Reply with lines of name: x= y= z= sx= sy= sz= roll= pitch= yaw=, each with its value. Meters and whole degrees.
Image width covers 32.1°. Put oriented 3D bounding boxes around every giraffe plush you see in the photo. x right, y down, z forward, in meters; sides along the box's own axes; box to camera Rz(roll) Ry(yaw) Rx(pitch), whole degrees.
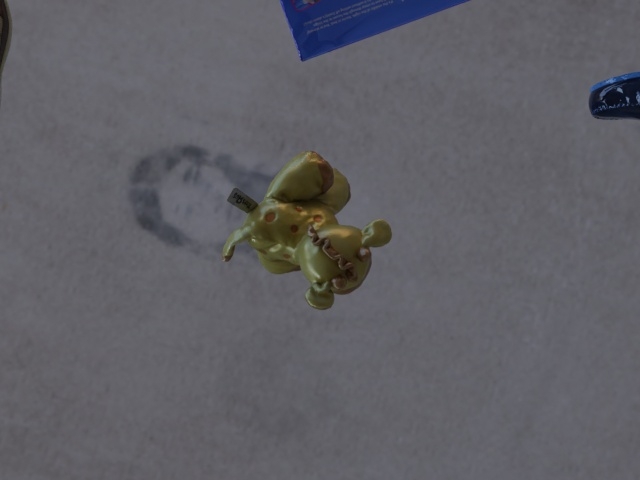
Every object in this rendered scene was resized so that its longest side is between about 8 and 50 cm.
giraffe plush: x=0.000 y=0.000 z=1.396 sx=0.210 sy=0.170 sz=0.181 roll=1 pitch=-61 yaw=-58

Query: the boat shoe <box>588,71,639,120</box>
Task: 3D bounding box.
boat shoe: x=0.418 y=-0.146 z=1.231 sx=0.109 sy=0.258 sz=0.089 roll=3 pitch=-93 yaw=-49

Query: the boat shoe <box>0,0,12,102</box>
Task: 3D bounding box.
boat shoe: x=-0.484 y=-0.275 z=1.549 sx=0.095 sy=0.095 sz=0.257 roll=92 pitch=171 yaw=-75

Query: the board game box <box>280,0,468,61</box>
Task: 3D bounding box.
board game box: x=0.100 y=-0.367 z=1.206 sx=0.078 sy=0.347 sz=0.233 roll=-105 pitch=-5 yaw=-62
